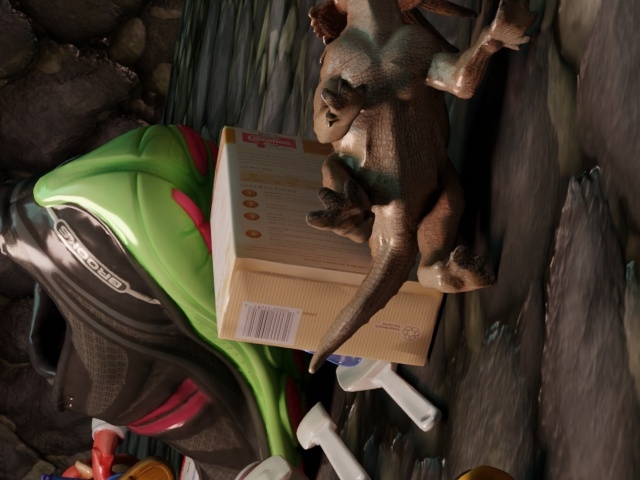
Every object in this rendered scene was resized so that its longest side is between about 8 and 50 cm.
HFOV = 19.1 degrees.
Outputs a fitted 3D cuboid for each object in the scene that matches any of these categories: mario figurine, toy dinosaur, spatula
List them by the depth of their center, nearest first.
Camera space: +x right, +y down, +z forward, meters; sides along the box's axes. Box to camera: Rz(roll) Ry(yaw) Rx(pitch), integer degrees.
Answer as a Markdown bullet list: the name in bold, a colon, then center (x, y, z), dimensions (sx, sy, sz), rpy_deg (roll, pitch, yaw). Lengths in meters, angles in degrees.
- **toy dinosaur**: center (0.043, -0.070, 1.197), dimensions (0.200, 0.127, 0.296), rpy_deg (-127, 40, -76)
- **spatula**: center (0.010, 0.137, 1.307), dimensions (0.168, 0.019, 0.242), rpy_deg (-44, 10, -2)
- **mario figurine**: center (-0.216, 0.313, 2.329), dimensions (0.198, 0.170, 0.320), rpy_deg (-69, 17, -8)

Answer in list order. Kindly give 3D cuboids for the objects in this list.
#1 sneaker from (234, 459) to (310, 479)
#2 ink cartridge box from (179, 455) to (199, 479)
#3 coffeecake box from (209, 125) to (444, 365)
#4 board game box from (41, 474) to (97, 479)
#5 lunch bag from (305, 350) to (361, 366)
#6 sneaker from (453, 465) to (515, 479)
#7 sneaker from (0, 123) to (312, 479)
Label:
- **sneaker**: center (-0.011, 0.230, 1.376), dimensions (0.252, 0.103, 0.111), rpy_deg (-112, 34, -57)
- **ink cartridge box**: center (-0.094, 0.252, 1.851), dimensions (0.231, 0.078, 0.134), rpy_deg (-92, 14, -46)
- **coffeecake box**: center (0.000, 0.000, 1.315), dimensions (0.185, 0.142, 0.068), rpy_deg (-99, 19, -59)
- **board game box**: center (-0.191, 0.319, 1.972), dimensions (0.160, 0.210, 0.047), rpy_deg (-100, 21, -58)
- **lunch bag**: center (0.001, 0.040, 1.389), dimensions (0.065, 0.098, 0.067), rpy_deg (-52, -18, -57)
- **sneaker**: center (0.072, 0.201, 0.943), dimensions (0.215, 0.084, 0.083), rpy_deg (-93, 19, -51)
- **sneaker**: center (-0.129, 0.081, 1.572), dimensions (0.483, 0.202, 0.185), rpy_deg (69, -161, -47)
